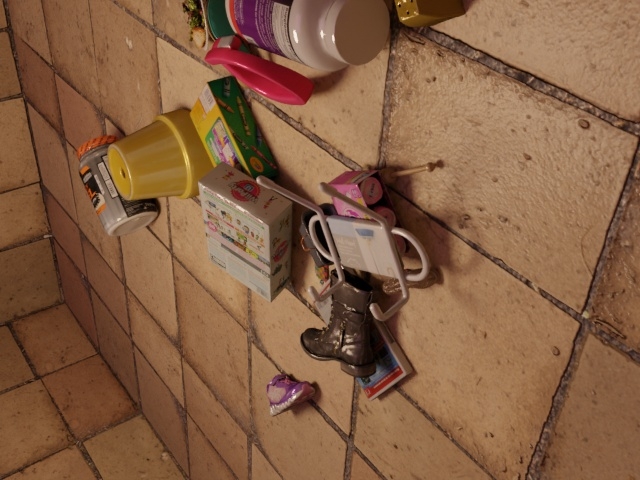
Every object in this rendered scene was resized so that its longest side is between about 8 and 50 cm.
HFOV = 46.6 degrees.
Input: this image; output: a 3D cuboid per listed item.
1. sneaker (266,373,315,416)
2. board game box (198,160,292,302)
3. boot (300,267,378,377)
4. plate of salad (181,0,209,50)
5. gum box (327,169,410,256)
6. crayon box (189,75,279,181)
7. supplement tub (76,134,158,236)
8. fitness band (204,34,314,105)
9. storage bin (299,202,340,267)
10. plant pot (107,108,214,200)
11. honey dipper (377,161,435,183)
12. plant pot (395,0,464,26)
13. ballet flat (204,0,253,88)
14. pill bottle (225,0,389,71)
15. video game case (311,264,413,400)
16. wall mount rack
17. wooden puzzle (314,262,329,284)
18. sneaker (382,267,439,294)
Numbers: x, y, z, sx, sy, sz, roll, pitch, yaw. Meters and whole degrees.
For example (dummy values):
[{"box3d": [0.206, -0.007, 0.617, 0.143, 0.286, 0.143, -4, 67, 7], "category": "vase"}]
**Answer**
[{"box3d": [-0.096, 0.421, 2.083, 0.236, 0.095, 0.105, -44, 63, 58], "category": "sneaker"}, {"box3d": [-0.181, -0.017, 1.843, 0.224, 0.097, 0.303, 31, 147, 21], "category": "board game box"}, {"box3d": [0.044, 0.168, 1.676, 0.263, 0.091, 0.229, 17, 117, 48], "category": "boot"}, {"box3d": [-0.310, -0.563, 1.813, 0.200, 0.048, 0.200, 166, 90, -77], "category": "plate of salad"}, {"box3d": [0.097, -0.044, 1.486, 0.107, 0.062, 0.189, 7, 126, 56], "category": "gum box"}, {"box3d": [-0.221, -0.248, 1.871, 0.279, 0.081, 0.165, 64, 149, 7], "category": "crayon box"}, {"box3d": [-0.707, -0.190, 2.560, 0.316, 0.193, 0.193, 63, 149, 10], "category": "supplement tub"}, {"box3d": [-0.128, -0.347, 1.547, 0.054, 0.209, 0.291, -62, 25, 0], "category": "fitness band"}, {"box3d": [0.000, 0.000, 1.676, 0.135, 0.098, 0.091, 64, 159, 8], "category": "storage bin"}, {"box3d": [-0.462, -0.224, 2.113, 0.254, 0.239, 0.254, 36, 137, 43], "category": "plant pot"}, {"box3d": [0.159, -0.127, 1.397, 0.160, 0.030, 0.031, -3, 105, 59], "category": "honey dipper"}, {"box3d": [0.165, -0.384, 1.183, 0.081, 0.083, 0.081, 2, 110, 58], "category": "plant pot"}, {"box3d": [-0.211, -0.457, 1.739, 0.232, 0.080, 0.073, 65, 163, 9], "category": "ballet flat"}, {"box3d": [-0.025, -0.418, 1.364, 0.323, 0.181, 0.182, 32, 134, 44], "category": "pill bottle"}, {"box3d": [0.090, 0.215, 1.723, 0.285, 0.025, 0.204, 60, 148, 16], "category": "video game case"}, {"box3d": [0.033, -0.006, 1.420, 0.350, 0.130, 0.304, 11, 128, 52], "category": "wall mount rack"}, {"box3d": [0.003, 0.072, 1.790, 0.049, 0.006, 0.083, 29, 131, 47], "category": "wooden puzzle"}, {"box3d": [0.188, 0.075, 1.479, 0.118, 0.067, 0.042, -16, 93, 29], "category": "sneaker"}]
